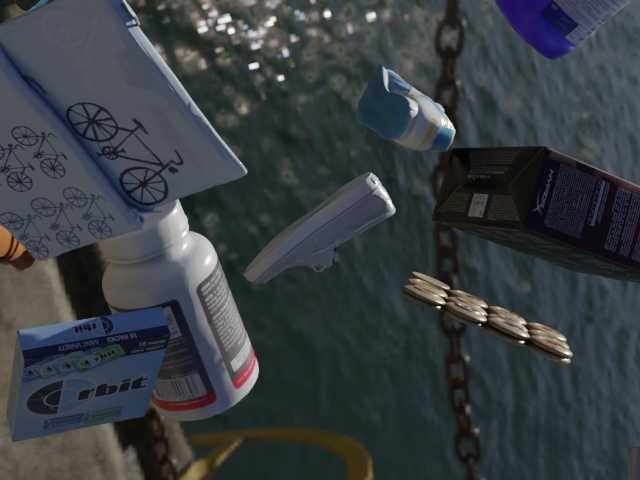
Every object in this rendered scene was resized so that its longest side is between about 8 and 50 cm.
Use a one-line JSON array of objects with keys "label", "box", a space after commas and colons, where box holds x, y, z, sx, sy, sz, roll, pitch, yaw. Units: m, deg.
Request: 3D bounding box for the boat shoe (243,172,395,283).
[{"label": "boat shoe", "box": [0.000, 0.000, 1.272, 0.063, 0.184, 0.066, 52, 4, -10]}]

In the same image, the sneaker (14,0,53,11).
[{"label": "sneaker", "box": [-0.368, -0.419, 1.296, 0.125, 0.139, 0.341, -15, 76, -32]}]

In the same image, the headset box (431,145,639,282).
[{"label": "headset box", "box": [0.333, -0.028, 1.531, 0.293, 0.218, 0.110, 19, 86, -24]}]

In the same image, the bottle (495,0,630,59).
[{"label": "bottle", "box": [0.326, -0.321, 1.250, 0.118, 0.283, 0.092, 20, 36, -50]}]

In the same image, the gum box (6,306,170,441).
[{"label": "gum box", "box": [-0.258, 0.149, 1.265, 0.157, 0.184, 0.041, -8, 58, -24]}]

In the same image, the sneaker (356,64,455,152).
[{"label": "sneaker", "box": [0.118, -0.182, 1.654, 0.092, 0.087, 0.229, 20, 19, -22]}]

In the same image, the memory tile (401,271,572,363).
[{"label": "memory tile", "box": [0.140, 0.063, 0.970, 0.113, 0.148, 0.012, -23, 135, -80]}]

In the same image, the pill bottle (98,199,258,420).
[{"label": "pill bottle", "box": [-0.220, 0.097, 1.723, 0.176, 0.176, 0.318, -53, 133, -49]}]

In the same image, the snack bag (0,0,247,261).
[{"label": "snack bag", "box": [-0.295, -0.124, 1.353, 0.323, 0.342, 0.037, 55, 28, -38]}]

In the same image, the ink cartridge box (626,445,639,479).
[{"label": "ink cartridge box", "box": [0.280, 0.372, 0.845, 0.385, 0.091, 0.308, 70, 21, -50]}]

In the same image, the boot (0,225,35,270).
[{"label": "boot", "box": [-0.487, -0.098, 1.583, 0.283, 0.109, 0.220, 62, 11, 24]}]
